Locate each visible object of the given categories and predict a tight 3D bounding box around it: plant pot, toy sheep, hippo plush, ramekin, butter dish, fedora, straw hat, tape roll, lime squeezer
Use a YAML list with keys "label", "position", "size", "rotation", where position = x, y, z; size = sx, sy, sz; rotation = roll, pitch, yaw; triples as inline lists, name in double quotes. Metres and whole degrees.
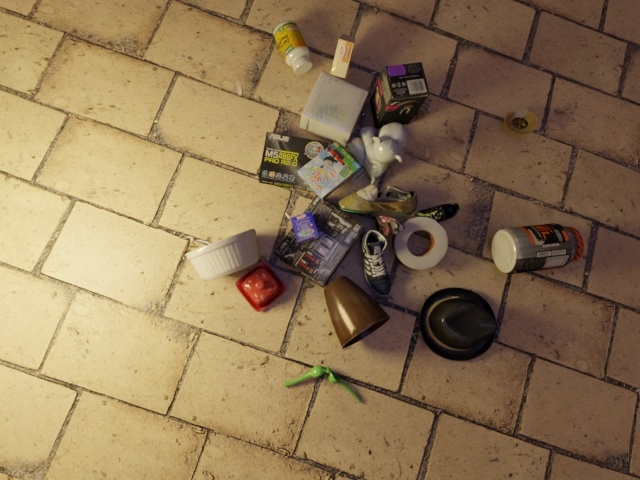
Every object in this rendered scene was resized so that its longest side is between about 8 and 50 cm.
- label: "plant pot"
  position: [0.118, 0.262, 1.588]
  size: [0.215, 0.215, 0.230]
  rotation: [-29, 69, -10]
- label: "toy sheep"
  position: [0.454, -0.617, 1.835]
  size: [0.091, 0.091, 0.132]
  rotation: [11, 84, -4]
- label: "hippo plush"
  position: [0.234, -0.386, 1.689]
  size: [0.234, 0.236, 0.294]
  rotation: [35, 78, 1]
- label: "ramekin"
  position: [-0.355, 0.059, 1.538]
  size: [0.273, 0.273, 0.127]
  rotation: [-21, 94, -10]
- label: "butter dish"
  position: [-0.234, 0.178, 1.594]
  size: [0.160, 0.118, 0.160]
  rotation: [-39, 86, -11]
- label: "fedora"
  position: [0.575, 0.335, 1.633]
  size: [0.334, 0.152, 0.334]
  rotation: [1, 80, -6]
- label: "straw hat"
  position: [0.918, -0.534, 1.880]
  size: [0.144, 0.061, 0.144]
  rotation: [-3, 70, 8]
- label: "tape roll"
  position: [0.410, 0.008, 1.683]
  size: [0.219, 0.072, 0.219]
  rotation: [0, 98, 3]
- label: "lime squeezer"
  position: [0.021, 0.549, 1.583]
  size: [0.310, 0.059, 0.110]
  rotation: [14, 78, -4]

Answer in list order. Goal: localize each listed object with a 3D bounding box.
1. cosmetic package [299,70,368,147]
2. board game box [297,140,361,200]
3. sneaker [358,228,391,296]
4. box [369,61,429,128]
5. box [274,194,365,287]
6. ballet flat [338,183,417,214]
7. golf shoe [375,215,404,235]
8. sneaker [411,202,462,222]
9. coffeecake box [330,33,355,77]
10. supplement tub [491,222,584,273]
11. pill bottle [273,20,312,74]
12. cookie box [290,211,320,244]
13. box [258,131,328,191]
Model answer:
- label: "cosmetic package"
  position: [0.058, -0.563, 1.757]
  size: [0.225, 0.138, 0.224]
  rotation: [23, 78, -3]
- label: "board game box"
  position: [0.036, -0.288, 1.676]
  size: [0.211, 0.039, 0.160]
  rotation: [-40, 76, -9]
- label: "sneaker"
  position: [0.228, 0.087, 1.641]
  size: [0.099, 0.153, 0.282]
  rotation: [-15, 81, -9]
- label: "box"
  position: [0.326, -0.605, 1.723]
  size: [0.165, 0.270, 0.143]
  rotation: [-10, 81, -8]
- label: "box"
  position: [0.000, 0.000, 1.655]
  size: [0.242, 0.076, 0.307]
  rotation: [33, 78, 10]
- label: "ballet flat"
  position: [0.246, -0.177, 1.687]
  size: [0.348, 0.123, 0.123]
  rotation: [3, 79, -17]
- label: "golf shoe"
  position: [0.279, -0.062, 1.670]
  size: [0.086, 0.186, 0.067]
  rotation: [-8, 109, -9]
- label: "sneaker"
  position: [0.491, -0.114, 1.736]
  size: [0.235, 0.097, 0.084]
  rotation: [-23, 82, -10]
- label: "coffeecake box"
  position: [0.099, -0.799, 1.757]
  size: [0.068, 0.142, 0.185]
  rotation: [15, 33, -2]
- label: "supplement tub"
  position: [0.907, 0.031, 1.705]
  size: [0.316, 0.193, 0.193]
  rotation: [-6, 80, -8]
- label: "pill bottle"
  position: [-0.118, -0.848, 1.801]
  size: [0.117, 0.117, 0.208]
  rotation: [-23, 83, -10]
- label: "cookie box"
  position: [-0.061, -0.050, 1.610]
  size: [0.092, 0.040, 0.107]
  rotation: [-17, 74, -1]
- label: "box"
  position: [-0.114, -0.332, 1.733]
  size: [0.270, 0.060, 0.216]
  rotation: [10, 79, -4]
